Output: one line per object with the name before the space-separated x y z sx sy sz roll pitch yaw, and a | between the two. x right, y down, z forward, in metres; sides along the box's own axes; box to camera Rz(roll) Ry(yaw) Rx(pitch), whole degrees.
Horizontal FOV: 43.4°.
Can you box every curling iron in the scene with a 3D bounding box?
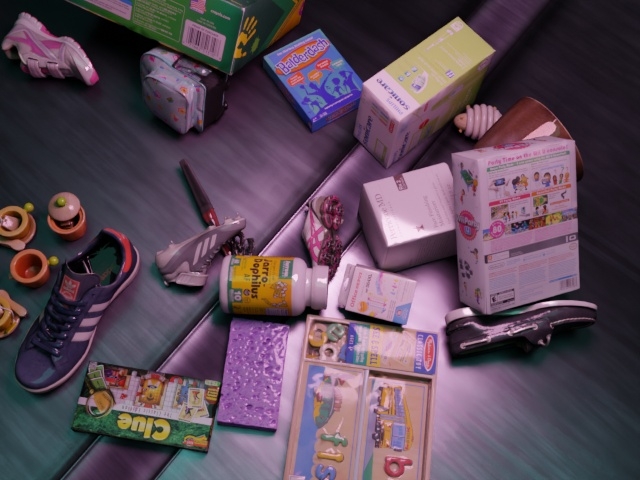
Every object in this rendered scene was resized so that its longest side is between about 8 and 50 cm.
curling iron | -0.224 -0.062 1.702 0.068 0.035 0.274 -33 73 -9

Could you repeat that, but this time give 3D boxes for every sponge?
sponge | -0.130 0.259 1.568 0.117 0.031 0.210 7 65 0

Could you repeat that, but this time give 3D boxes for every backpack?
backpack | -0.310 -0.339 1.750 0.188 0.166 0.144 40 60 16

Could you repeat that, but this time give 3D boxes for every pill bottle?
pill bottle | -0.089 0.090 1.591 0.208 0.117 0.118 3 66 3

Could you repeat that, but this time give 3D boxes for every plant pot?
plant pot | 0.394 -0.149 1.704 0.230 0.215 0.215 -35 72 -2

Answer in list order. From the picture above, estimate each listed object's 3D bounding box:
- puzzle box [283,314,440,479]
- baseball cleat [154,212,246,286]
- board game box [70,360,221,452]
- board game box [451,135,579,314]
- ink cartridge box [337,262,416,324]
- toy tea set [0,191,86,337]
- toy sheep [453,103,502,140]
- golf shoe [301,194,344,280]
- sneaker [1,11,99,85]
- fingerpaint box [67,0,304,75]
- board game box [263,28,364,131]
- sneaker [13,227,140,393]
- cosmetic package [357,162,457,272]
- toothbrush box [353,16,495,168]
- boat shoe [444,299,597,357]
puzzle box | 0.079 0.355 1.527 0.272 0.052 0.409 8 66 -1
baseball cleat | -0.231 0.028 1.636 0.206 0.072 0.109 -24 90 8
board game box | -0.330 0.316 1.534 0.259 0.030 0.136 9 68 1
board game box | 0.380 -0.033 1.558 0.224 0.097 0.303 -12 108 -21
ink cartridge box | 0.111 0.105 1.604 0.143 0.090 0.092 13 92 3
toy tea set | -0.620 0.020 1.595 0.200 0.124 0.336 30 68 10
toy sheep | 0.365 -0.265 1.802 0.132 0.091 0.091 1 66 6
golf shoe | 0.000 0.000 1.682 0.086 0.067 0.186 -6 73 40
sneaker | -0.609 -0.405 1.806 0.252 0.103 0.111 30 72 17
fingerpaint box | -0.293 -0.582 1.780 0.444 0.163 0.371 26 38 9
board game box | -0.010 -0.370 1.846 0.160 0.047 0.210 -31 71 -16
sneaker | -0.480 0.122 1.545 0.131 0.148 0.350 24 67 7
cosmetic package | 0.188 -0.042 1.655 0.183 0.151 0.151 -16 67 -10
toothbrush box | 0.220 -0.319 1.751 0.283 0.206 0.122 -36 73 -18
boat shoe | 0.401 0.180 1.597 0.302 0.114 0.091 -7 65 6
